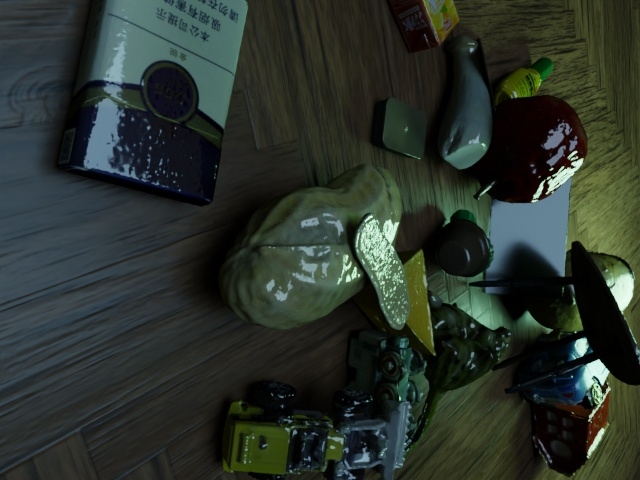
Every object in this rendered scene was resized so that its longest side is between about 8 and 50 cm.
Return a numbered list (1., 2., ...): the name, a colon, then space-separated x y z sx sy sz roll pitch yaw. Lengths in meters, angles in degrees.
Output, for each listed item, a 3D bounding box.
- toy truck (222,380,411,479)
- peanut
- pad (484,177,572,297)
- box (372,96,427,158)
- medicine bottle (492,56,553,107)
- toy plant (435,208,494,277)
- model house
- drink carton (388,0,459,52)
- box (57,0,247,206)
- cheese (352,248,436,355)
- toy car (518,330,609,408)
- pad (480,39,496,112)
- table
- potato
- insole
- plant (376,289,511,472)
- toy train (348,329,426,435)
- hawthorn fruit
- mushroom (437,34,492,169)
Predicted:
1. toy truck: 0.005 0.283 0.720 0.286 0.111 0.136 7 90 -13
2. peanut: 0.001 0.006 0.720 0.340 0.158 0.174 -23 91 -47
3. pad: 0.497 -0.016 1.213 0.202 0.005 0.300 4 89 -7
4. box: 0.145 -0.202 0.924 0.126 0.031 0.091 6 89 -45
5. medicine bottle: 0.495 -0.380 1.227 0.260 0.064 0.095 -41 122 -36
6. toy plant: 0.298 0.008 1.046 0.200 0.105 0.143 -24 96 -59
7. model house: 0.712 0.529 1.437 0.196 0.160 0.254 -25 111 -41
8. drink carton: 0.164 -0.460 0.896 0.096 0.071 0.223 -53 126 -29
9. box: -0.184 -0.182 0.580 0.168 0.071 0.259 13 83 -44
10. cheese: 0.138 0.121 0.879 0.126 0.093 0.171 -33 103 -37
11. toy car: 0.657 0.313 1.353 0.314 0.198 0.166 -35 104 -35
12. pad: 0.354 -0.353 1.073 0.190 0.004 0.127 -64 137 -59
13. table: 0.487 0.208 1.091 0.317 0.249 0.317 -17 90 -79
14. potato: 0.648 0.133 1.324 0.266 0.229 0.229 -15 103 -36
15. insole: 0.095 0.051 0.725 0.081 0.011 0.248 -60 143 -25
16. plant: 0.215 0.265 1.009 0.251 0.180 0.333 6 122 -51
17. toy train: 0.103 0.249 0.852 0.081 0.125 0.194 6 92 -42
18. hawthorn fruit: 0.413 -0.173 1.081 0.266 0.210 0.230 -38 147 -8
19. mushroom: 0.292 -0.277 1.023 0.118 0.103 0.270 26 64 -51
